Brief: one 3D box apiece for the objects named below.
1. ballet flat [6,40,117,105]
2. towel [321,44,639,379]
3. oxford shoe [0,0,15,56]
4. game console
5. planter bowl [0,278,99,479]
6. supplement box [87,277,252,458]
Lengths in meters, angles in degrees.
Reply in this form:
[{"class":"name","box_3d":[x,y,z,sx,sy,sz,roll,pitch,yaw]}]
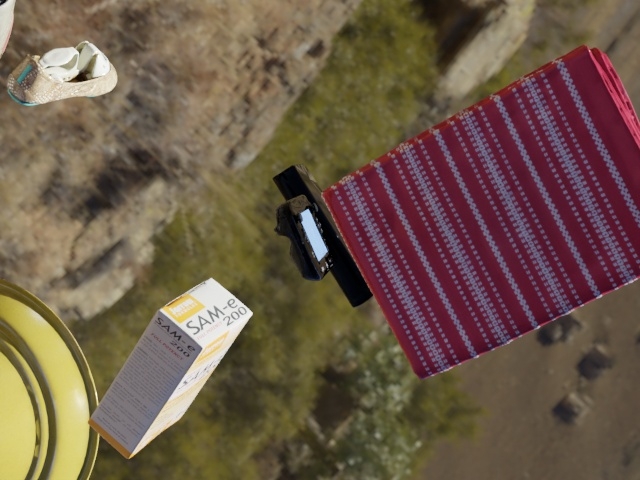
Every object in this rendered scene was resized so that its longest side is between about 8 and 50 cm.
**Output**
[{"class":"ballet flat","box_3d":[-0.319,-0.221,1.608,0.067,0.073,0.206,-52,171,29]},{"class":"towel","box_3d":[0.161,-0.021,1.074,0.274,0.199,0.031,-28,179,16]},{"class":"oxford shoe","box_3d":[-0.526,-0.362,1.867,0.140,0.147,0.397,10,127,-18]},{"class":"game console","box_3d":[0.000,0.000,1.645,0.044,0.213,0.361,-32,-179,9]},{"class":"planter bowl","box_3d":[-0.285,0.138,0.945,0.217,0.217,0.090,-54,169,17]},{"class":"supplement box","box_3d":[-0.089,0.076,0.737,0.098,0.036,0.062,-55,169,29]}]
